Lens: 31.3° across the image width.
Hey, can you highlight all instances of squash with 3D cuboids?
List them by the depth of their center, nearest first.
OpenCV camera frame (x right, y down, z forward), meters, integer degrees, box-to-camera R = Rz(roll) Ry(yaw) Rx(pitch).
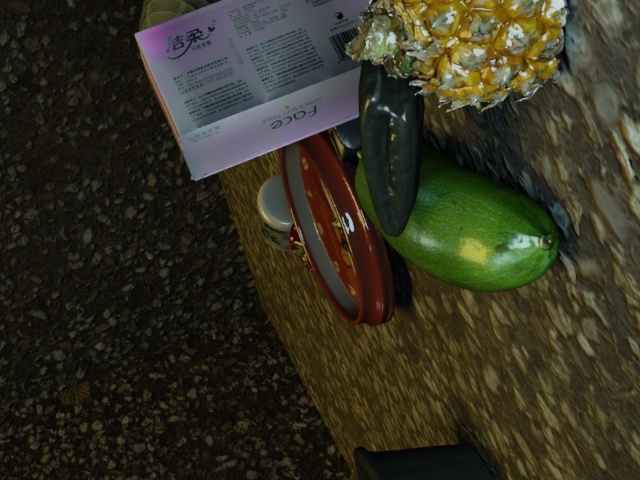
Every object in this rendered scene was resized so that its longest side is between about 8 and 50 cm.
[{"bbox_3d":[0.108,-0.030,1.086,0.395,0.107,0.107,-135,24,-68],"label":"squash"}]

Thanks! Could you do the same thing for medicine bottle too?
[{"bbox_3d":[-0.061,-0.045,2.070,0.191,0.107,0.107,99,148,-73],"label":"medicine bottle"}]

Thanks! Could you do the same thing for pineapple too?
[{"bbox_3d":[0.080,-0.162,0.816,0.176,0.136,0.162,-142,31,-73],"label":"pineapple"}]

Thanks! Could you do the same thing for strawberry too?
[{"bbox_3d":[0.001,-0.001,1.864,0.106,0.106,0.106,157,90,-81],"label":"strawberry"}]

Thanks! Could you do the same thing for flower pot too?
[{"bbox_3d":[0.168,0.388,1.591,0.269,0.166,0.269,160,90,-83],"label":"flower pot"}]

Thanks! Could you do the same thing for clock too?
[{"bbox_3d":[0.031,-0.026,1.656,0.318,0.080,0.319,160,90,-77],"label":"clock"}]

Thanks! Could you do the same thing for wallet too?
[{"bbox_3d":[0.067,-0.144,0.994,0.169,0.052,0.245,81,-169,-50],"label":"wallet"}]

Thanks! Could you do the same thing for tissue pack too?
[{"bbox_3d":[-0.051,-0.185,1.199,0.092,0.246,0.149,81,165,-63],"label":"tissue pack"}]

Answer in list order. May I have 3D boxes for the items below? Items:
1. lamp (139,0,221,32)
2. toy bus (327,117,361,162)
[{"bbox_3d":[-0.128,-0.265,1.572,0.265,0.233,0.233,61,173,-14],"label":"lamp"},{"bbox_3d":[0.016,-0.183,1.428,0.072,0.057,0.172,2,-114,-90],"label":"toy bus"}]
